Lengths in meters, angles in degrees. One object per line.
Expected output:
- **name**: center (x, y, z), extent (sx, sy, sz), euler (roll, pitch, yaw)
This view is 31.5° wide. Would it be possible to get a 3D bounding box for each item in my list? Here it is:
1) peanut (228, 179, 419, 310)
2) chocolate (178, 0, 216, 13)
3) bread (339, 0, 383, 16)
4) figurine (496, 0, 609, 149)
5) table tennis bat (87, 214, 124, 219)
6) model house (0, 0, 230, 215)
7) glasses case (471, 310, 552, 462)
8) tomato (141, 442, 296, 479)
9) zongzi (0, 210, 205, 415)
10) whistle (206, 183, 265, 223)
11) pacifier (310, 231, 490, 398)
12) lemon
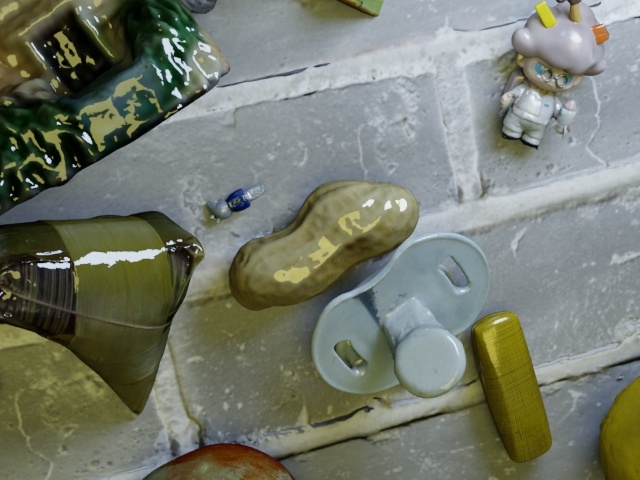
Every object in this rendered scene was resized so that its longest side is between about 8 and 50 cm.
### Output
- **peanut**: center (0.000, 0.000, 1.503), extent (0.274, 0.111, 0.125), euler (-31, 104, -2)
- **chocolate**: center (-0.178, -0.355, 1.395), extent (0.072, 0.072, 0.167), euler (-27, 108, -3)
- **bread**: center (0.018, -0.351, 1.465), extent (0.139, 0.084, 0.074), euler (26, 100, 15)
- **figurine**: center (0.308, -0.232, 1.507), extent (0.137, 0.112, 0.229), euler (18, 114, -7)
- **table tennis bat**: center (-0.304, 0.015, 1.499), extent (0.158, 0.014, 0.095), euler (-5, 107, -11)
- **model house**: center (-0.386, -0.230, 1.216), extent (0.445, 0.395, 0.400), euler (-32, 100, 0)
- **glasses case**: center (0.274, 0.212, 1.635), extent (0.079, 0.064, 0.234), euler (-21, 107, -7)
- **tomato**: center (-0.135, 0.417, 1.530), extent (0.270, 0.222, 0.270), euler (-4, 108, -11)
- **zongzi**: center (-0.313, 0.119, 1.417), extent (0.289, 0.154, 0.318), euler (-4, 120, -35)
- **whistle**: center (-0.113, -0.053, 1.511), extent (0.083, 0.029, 0.033), euler (-27, 92, 5)
- **pacifier**: center (0.133, 0.130, 1.517), extent (0.279, 0.207, 0.227), euler (-39, 126, 1)
- **lemon**: center (0.538, 0.287, 1.612), extent (0.284, 0.260, 0.260), euler (-39, 110, -23)
